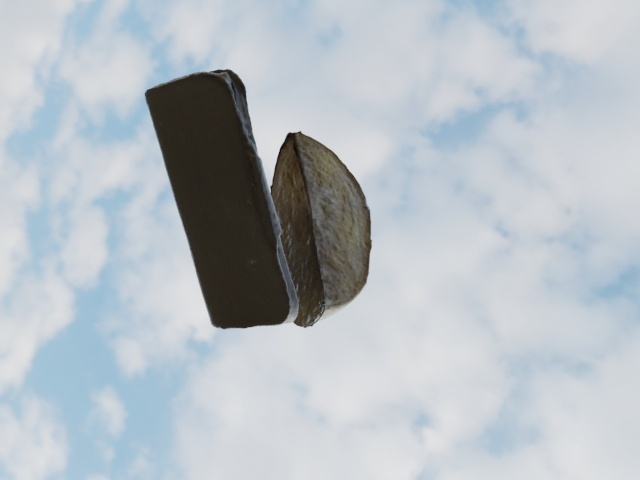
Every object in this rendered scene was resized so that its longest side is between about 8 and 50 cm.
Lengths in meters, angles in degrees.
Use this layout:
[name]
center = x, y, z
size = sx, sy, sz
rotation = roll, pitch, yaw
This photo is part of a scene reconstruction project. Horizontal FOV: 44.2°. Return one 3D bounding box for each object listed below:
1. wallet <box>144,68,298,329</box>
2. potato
[wallet]
center = -0.059, -0.020, 0.467
size = 0.082, 0.018, 0.156
rotation = -7, -77, 41
[potato]
center = 0.002, 0.002, 0.980
size = 0.120, 0.100, 0.261
rotation = -49, -138, 49
